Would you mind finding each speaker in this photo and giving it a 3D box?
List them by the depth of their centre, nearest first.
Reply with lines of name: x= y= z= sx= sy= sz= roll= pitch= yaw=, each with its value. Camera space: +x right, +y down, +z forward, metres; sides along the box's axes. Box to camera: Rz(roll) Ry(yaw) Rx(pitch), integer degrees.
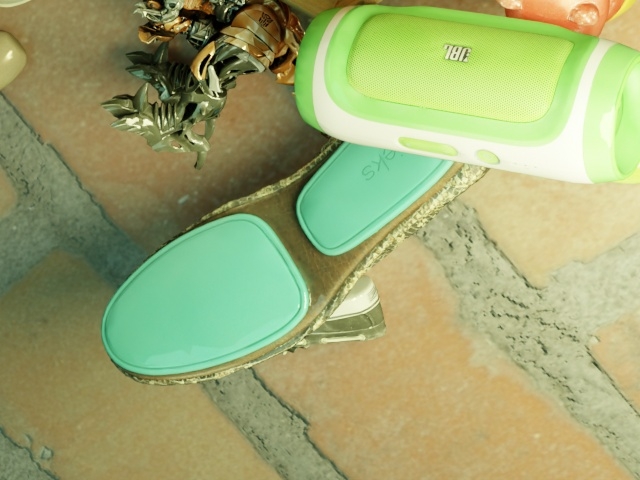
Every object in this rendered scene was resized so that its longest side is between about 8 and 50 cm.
speaker: x=0.132 y=-0.129 z=1.568 sx=0.297 sy=0.131 sz=0.131 roll=12 pitch=124 yaw=26

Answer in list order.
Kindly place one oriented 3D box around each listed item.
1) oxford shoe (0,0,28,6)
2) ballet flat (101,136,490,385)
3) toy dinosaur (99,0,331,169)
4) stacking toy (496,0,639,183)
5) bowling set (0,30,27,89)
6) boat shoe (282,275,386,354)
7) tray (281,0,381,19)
oxford shoe: x=-0.268 y=-0.368 z=1.742 sx=0.169 sy=0.130 sz=0.449 roll=38 pitch=138 yaw=-9
ballet flat: x=0.000 y=0.000 z=1.812 sx=0.483 sy=0.182 sz=0.164 roll=-36 pitch=75 yaw=24
toy dinosaur: x=-0.099 y=-0.193 z=1.781 sx=0.218 sy=0.164 sz=0.322 roll=-44 pitch=83 yaw=23
stacking toy: x=0.314 y=-0.150 z=1.612 sx=0.309 sy=0.130 sz=0.279 roll=5 pitch=121 yaw=24
bowling set: x=-0.454 y=-0.233 z=1.868 sx=0.154 sy=0.200 sz=0.287 roll=-39 pitch=97 yaw=7
boat shoe: x=-0.035 y=0.090 z=1.965 sx=0.219 sy=0.078 sz=0.070 roll=-6 pitch=116 yaw=27
tray: x=-0.001 y=-0.294 z=1.534 sx=0.203 sy=0.076 sz=0.411 roll=29 pitch=168 yaw=-12
